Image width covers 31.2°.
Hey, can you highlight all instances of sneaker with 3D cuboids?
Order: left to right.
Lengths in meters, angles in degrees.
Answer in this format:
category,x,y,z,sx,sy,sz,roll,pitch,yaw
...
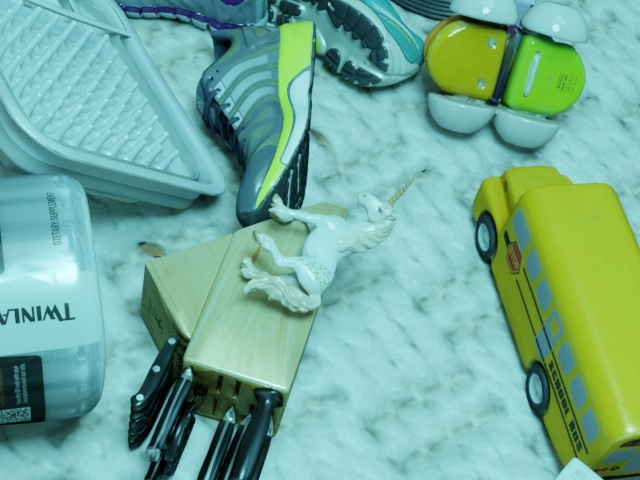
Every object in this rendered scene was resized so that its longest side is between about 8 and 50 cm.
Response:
category,x,y,z,sx,sy,sz,roll,pitch,yaw
sneaker,-0.163,-0.300,1.288,0.224,0.098,0.083,13,53,-3
sneaker,-0.070,-0.119,1.179,0.121,0.111,0.300,3,43,0
sneaker,0.012,-0.278,1.329,0.110,0.107,0.275,-21,64,-47

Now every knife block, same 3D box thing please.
category,x,y,z,sx,sy,sz,roll,pitch,yaw
knife block,-0.051,0.112,1.016,0.276,0.088,0.242,-20,61,-25

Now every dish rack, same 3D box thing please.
category,x,y,z,sx,sy,sz,roll,pitch,yaw
dish rack,-0.257,-0.161,1.114,0.285,0.072,0.333,14,37,-56

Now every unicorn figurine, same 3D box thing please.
category,x,y,z,sx,sy,sz,roll,pitch,yaw
unicorn figurine,0.000,0.000,1.024,0.111,0.060,0.162,24,68,4

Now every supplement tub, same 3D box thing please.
category,x,y,z,sx,sy,sz,roll,pitch,yaw
supplement tub,-0.352,0.058,0.915,0.338,0.207,0.207,-6,56,-16

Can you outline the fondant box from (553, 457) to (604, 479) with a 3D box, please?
category,x,y,z,sx,sy,sz,roll,pitch,yaw
fondant box,0.250,0.366,0.889,0.330,0.096,0.238,40,56,16

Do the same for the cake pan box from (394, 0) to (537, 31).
category,x,y,z,sx,sy,sz,roll,pitch,yaw
cake pan box,0.167,-0.387,1.444,0.246,0.070,0.267,17,52,3

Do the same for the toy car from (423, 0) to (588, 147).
category,x,y,z,sx,sy,sz,roll,pitch,yaw
toy car,0.201,-0.198,1.280,0.182,0.159,0.136,12,15,-7

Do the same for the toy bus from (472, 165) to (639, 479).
category,x,y,z,sx,sy,sz,roll,pitch,yaw
toy bus,0.247,0.061,1.090,0.108,0.130,0.332,-3,55,-15
